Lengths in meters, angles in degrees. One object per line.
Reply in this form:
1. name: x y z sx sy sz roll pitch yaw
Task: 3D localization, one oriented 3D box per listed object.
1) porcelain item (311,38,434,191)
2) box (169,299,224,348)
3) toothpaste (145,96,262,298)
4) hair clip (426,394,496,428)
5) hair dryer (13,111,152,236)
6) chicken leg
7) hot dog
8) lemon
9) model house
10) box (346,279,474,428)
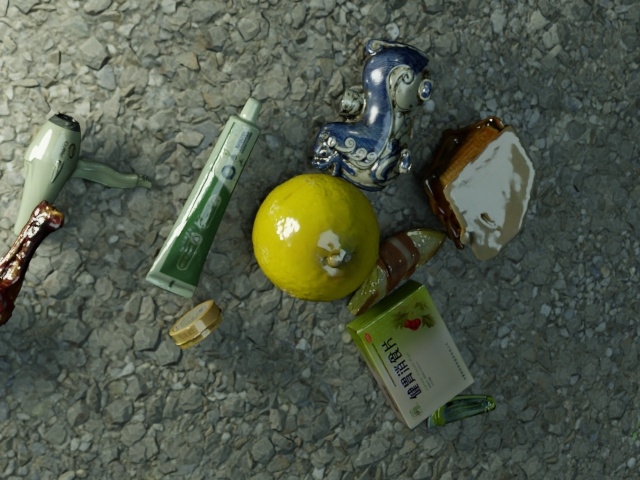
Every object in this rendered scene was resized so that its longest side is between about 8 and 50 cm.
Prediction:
1. porcelain item: 0.101 -0.242 1.817 0.186 0.138 0.288 16 99 -7
2. box: -0.229 0.155 1.758 0.105 0.105 0.037 -38 104 -12
3. toothpaste: -0.199 -0.083 1.752 0.098 0.061 0.392 24 93 -25
4. hair clip: 0.301 0.363 2.057 0.188 0.033 0.060 -5 95 -31
5. hair dryer: -0.439 -0.082 1.657 0.219 0.088 0.225 -49 129 0
6. chicken leg: -0.588 0.086 1.592 0.407 0.096 0.158 -35 121 -7
7. hot dog: 0.134 0.043 1.882 0.261 0.123 0.093 -37 76 -29
8. lemon: 0.000 0.000 1.763 0.240 0.219 0.241 -6 106 -20
9. model house: 0.313 -0.111 1.866 0.219 0.229 0.199 -34 109 6
10. box: 0.188 0.236 1.970 0.175 0.062 0.261 -34 111 -13
